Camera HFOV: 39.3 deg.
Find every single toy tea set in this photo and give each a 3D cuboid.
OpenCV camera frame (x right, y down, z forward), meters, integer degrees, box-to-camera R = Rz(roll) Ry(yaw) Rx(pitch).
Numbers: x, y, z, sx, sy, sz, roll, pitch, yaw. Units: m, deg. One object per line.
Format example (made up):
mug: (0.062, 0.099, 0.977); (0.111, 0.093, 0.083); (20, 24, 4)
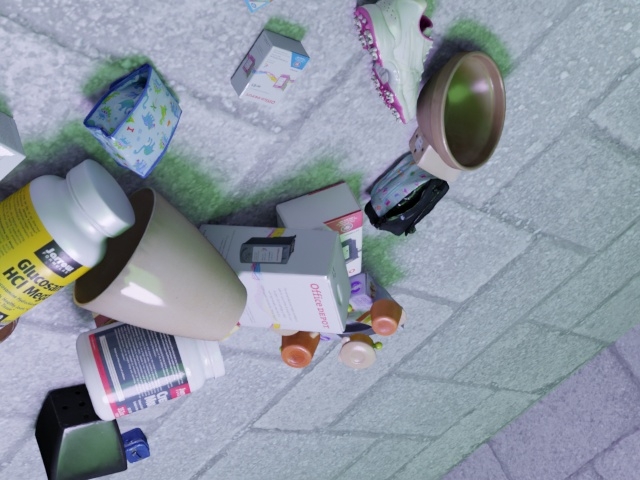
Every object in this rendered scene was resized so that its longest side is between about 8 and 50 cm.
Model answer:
toy tea set: (0.038, 0.200, 2.133); (0.336, 0.124, 0.200); (0, 124, 8)

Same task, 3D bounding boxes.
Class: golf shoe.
golf shoe: (0.162, -0.339, 1.685); (0.140, 0.115, 0.306); (-30, 147, -3)

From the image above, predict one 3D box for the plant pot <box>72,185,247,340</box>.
plant pot: (-0.282, 0.074, 1.710); (0.274, 0.256, 0.256); (34, 115, -29)

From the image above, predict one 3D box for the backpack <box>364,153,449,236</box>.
backpack: (0.195, -0.103, 2.010); (0.182, 0.115, 0.152); (-45, 154, 22)

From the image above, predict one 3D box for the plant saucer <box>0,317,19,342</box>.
plant saucer: (-0.688, 0.180, 1.818); (0.168, 0.029, 0.168); (-29, 153, -16)

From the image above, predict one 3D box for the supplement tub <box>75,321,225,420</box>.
supplement tub: (-0.352, 0.245, 1.860); (0.272, 0.191, 0.191); (-17, 145, -12)

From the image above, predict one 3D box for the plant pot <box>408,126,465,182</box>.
plant pot: (0.255, -0.205, 1.935); (0.096, 0.109, 0.109); (8, 134, -25)

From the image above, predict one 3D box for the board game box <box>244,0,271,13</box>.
board game box: (-0.100, -0.448, 1.432); (0.103, 0.026, 0.154); (-29, 146, 2)

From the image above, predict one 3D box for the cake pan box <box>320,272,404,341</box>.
cake pan box: (0.054, 0.173, 2.234); (0.245, 0.070, 0.267); (-9, 153, 23)

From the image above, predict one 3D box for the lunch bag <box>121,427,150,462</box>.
lunch bag: (-0.505, 0.561, 2.436); (0.067, 0.065, 0.098); (-23, 146, -7)

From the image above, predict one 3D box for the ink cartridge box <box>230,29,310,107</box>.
ink cartridge box: (-0.091, -0.305, 1.603); (0.088, 0.052, 0.122); (8, 133, -42)

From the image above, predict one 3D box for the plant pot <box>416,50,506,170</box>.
plant pot: (0.270, -0.263, 1.813); (0.237, 0.109, 0.237); (-13, 107, -47)

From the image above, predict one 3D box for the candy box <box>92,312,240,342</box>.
candy box: (-0.343, 0.166, 2.011); (0.183, 0.088, 0.316); (-35, 145, 10)

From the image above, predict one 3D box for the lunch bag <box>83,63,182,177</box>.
lunch bag: (-0.313, -0.210, 1.540); (0.151, 0.096, 0.129); (-54, 149, -14)

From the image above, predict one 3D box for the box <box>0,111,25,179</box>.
box: (-0.548, -0.153, 1.441); (0.101, 0.102, 0.087); (-38, 143, 14)

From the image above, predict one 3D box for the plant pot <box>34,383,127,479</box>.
plant pot: (-0.578, 0.451, 2.156); (0.188, 0.187, 0.167); (-9, 129, -26)

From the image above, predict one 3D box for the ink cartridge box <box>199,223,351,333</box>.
ink cartridge box: (-0.102, 0.083, 1.906); (0.306, 0.131, 0.226); (2, 144, 13)

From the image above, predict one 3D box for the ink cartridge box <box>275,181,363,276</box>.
ink cartridge box: (0.000, 0.000, 2.020); (0.172, 0.100, 0.237); (-20, 146, -12)

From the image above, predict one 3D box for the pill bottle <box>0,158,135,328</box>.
pill bottle: (-0.507, 0.004, 1.596); (0.334, 0.188, 0.188); (-33, 146, 8)
